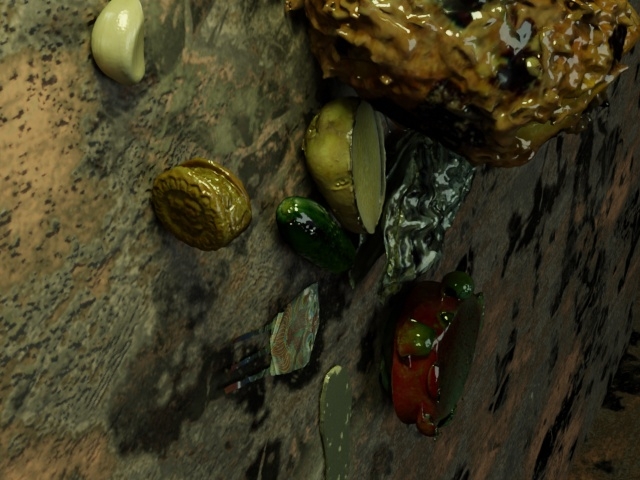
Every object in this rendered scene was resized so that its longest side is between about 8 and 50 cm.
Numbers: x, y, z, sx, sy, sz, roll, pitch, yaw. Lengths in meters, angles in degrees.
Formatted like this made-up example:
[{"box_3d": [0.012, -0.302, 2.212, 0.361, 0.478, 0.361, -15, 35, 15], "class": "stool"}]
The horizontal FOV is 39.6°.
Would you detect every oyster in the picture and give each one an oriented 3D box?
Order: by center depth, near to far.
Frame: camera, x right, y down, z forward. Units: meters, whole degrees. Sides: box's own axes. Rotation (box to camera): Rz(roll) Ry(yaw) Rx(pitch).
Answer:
[{"box_3d": [0.151, -0.070, 1.324, 0.351, 0.158, 0.162, -53, -179, -14], "class": "oyster"}]

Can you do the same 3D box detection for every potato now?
[{"box_3d": [0.029, -0.094, 1.146, 0.200, 0.081, 0.164, 66, 31, -52], "class": "potato"}]

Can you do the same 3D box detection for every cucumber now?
[{"box_3d": [0.000, 0.000, 1.162, 0.069, 0.069, 0.227, -69, 154, -11], "class": "cucumber"}]

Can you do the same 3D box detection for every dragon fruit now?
[{"box_3d": [0.187, 0.183, 1.502, 0.268, 0.130, 0.295, -14, 115, -58], "class": "dragon fruit"}]

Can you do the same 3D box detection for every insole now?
[{"box_3d": [0.024, 0.299, 1.396, 0.081, 0.011, 0.248, -35, 133, -46], "class": "insole"}]

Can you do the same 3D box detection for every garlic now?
[{"box_3d": [-0.178, -0.174, 0.792, 0.053, 0.041, 0.083, -62, 159, -47], "class": "garlic"}]

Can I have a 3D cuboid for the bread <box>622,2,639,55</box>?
[{"box_3d": [0.461, -0.388, 1.615, 0.240, 0.239, 0.139, -40, 126, -46], "class": "bread"}]

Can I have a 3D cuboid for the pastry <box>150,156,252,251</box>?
[{"box_3d": [-0.119, -0.036, 0.898, 0.057, 0.097, 0.109, -48, 142, -41], "class": "pastry"}]

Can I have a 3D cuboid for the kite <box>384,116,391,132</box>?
[{"box_3d": [0.092, -0.249, 1.216, 0.160, 0.010, 0.183, 66, 30, -29], "class": "kite"}]

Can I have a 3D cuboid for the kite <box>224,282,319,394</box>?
[{"box_3d": [-0.060, 0.133, 1.171, 0.229, 0.016, 0.127, -17, 115, -60], "class": "kite"}]

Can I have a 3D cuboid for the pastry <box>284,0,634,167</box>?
[{"box_3d": [0.151, -0.275, 1.023, 0.337, 0.405, 0.292, -29, 174, -16], "class": "pastry"}]
